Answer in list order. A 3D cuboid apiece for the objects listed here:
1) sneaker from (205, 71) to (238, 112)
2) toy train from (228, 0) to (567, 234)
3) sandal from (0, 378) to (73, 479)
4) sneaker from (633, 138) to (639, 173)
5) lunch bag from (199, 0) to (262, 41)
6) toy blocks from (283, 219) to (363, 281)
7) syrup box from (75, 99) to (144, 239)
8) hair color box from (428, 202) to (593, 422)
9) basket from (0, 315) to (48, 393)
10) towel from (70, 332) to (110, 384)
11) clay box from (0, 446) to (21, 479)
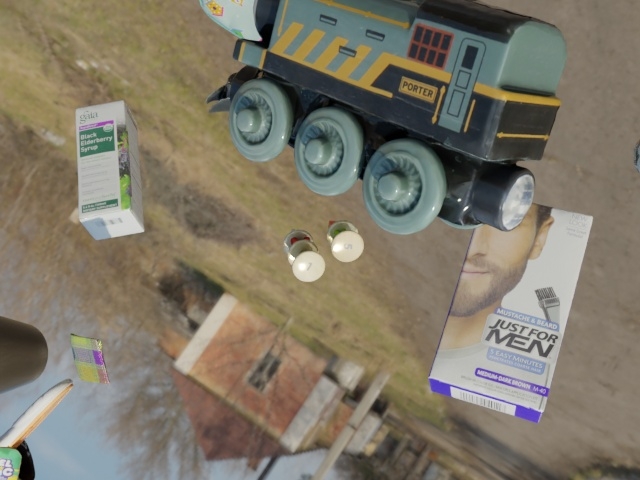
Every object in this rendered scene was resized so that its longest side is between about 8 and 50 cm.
[{"bbox_3d":[-0.129,-0.284,1.562,0.089,0.170,0.051,120,135,-60],"label":"sneaker"},{"bbox_3d":[0.052,-0.130,0.718,0.334,0.190,0.142,29,-159,37],"label":"toy train"},{"bbox_3d":[-0.437,0.315,1.184,0.076,0.265,0.102,44,-178,2],"label":"sandal"},{"bbox_3d":[0.466,-0.096,0.930,0.225,0.088,0.093,4,-152,-4],"label":"sneaker"},{"bbox_3d":[-0.081,-0.453,1.401,0.224,0.108,0.279,29,146,-1],"label":"lunch bag"},{"bbox_3d":[0.000,0.000,1.351,0.054,0.123,0.148,63,180,-23],"label":"toy blocks"},{"bbox_3d":[-0.383,-0.130,1.494,0.093,0.237,0.096,-10,155,1],"label":"syrup box"},{"bbox_3d":[0.315,0.106,1.355,0.185,0.339,0.110,14,160,16],"label":"hair color box"},{"bbox_3d":[-0.644,0.223,1.582,0.154,0.204,0.227,-6,171,15],"label":"basket"},{"bbox_3d":[-0.346,0.180,1.235,0.060,0.009,0.083,5,116,27],"label":"towel"},{"bbox_3d":[-0.353,0.262,0.734,0.127,0.222,0.053,10,-159,-30],"label":"clay box"}]
